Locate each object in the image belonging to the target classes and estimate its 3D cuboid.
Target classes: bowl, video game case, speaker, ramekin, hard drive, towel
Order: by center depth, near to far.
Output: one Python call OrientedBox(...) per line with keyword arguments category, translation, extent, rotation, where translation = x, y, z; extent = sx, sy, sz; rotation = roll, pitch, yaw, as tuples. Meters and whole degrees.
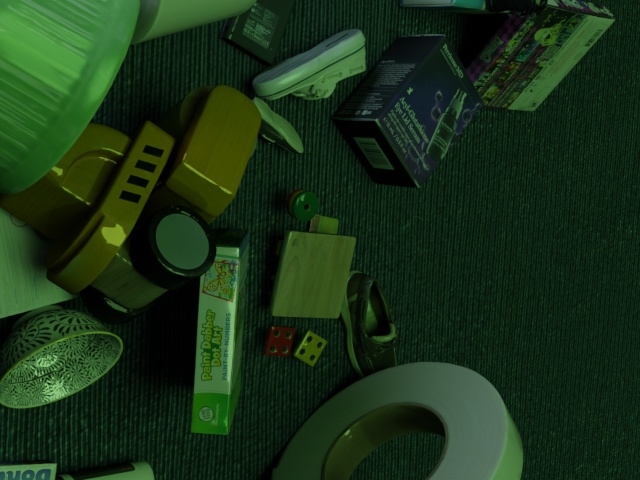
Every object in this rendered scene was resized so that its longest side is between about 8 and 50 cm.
OrientedBox(category="ramekin", translation=(-0.350, -0.218, 1.278), extent=(0.148, 0.303, 0.303), rotation=(30, 77, -32))
OrientedBox(category="bowl", translation=(-0.347, 0.135, 1.453), extent=(0.170, 0.170, 0.080), rotation=(-11, 60, -40))
OrientedBox(category="speaker", translation=(-0.298, 0.339, 1.563), extent=(0.136, 0.055, 0.055), rotation=(-2, 98, -41))
OrientedBox(category="hard drive", translation=(-0.085, -0.337, 1.666), extent=(0.094, 0.022, 0.135), rotation=(26, 80, -40))
OrientedBox(category="towel", translation=(0.000, 0.000, 1.801), extent=(0.060, 0.009, 0.083), rotation=(10, 91, -42))
OrientedBox(category="video game case", translation=(0.363, -0.319, 1.953), extent=(0.210, 0.041, 0.232), rotation=(-1, 142, -41))

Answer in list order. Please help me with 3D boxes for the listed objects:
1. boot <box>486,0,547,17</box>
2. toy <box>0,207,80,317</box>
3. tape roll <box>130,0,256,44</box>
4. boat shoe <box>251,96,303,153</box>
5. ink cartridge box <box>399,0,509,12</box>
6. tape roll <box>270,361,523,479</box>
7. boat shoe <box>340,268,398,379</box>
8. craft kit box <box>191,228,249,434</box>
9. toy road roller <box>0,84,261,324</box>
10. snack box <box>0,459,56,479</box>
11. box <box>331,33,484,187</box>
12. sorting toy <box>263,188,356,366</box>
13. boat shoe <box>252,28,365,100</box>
OrientedBox(category="boot", translation=(0.299, -0.405, 1.768), extent=(0.045, 0.099, 0.121), rotation=(-32, 118, -33))
OrientedBox(category="toy", translation=(-0.350, 0.011, 1.465), extent=(0.237, 0.056, 0.136), rotation=(-15, 98, -45))
OrientedBox(category="tape roll", translation=(-0.202, -0.379, 1.411), extent=(0.169, 0.246, 0.246), rotation=(-26, 113, -36))
OrientedBox(category="boat shoe", translation=(-0.073, -0.164, 1.694), extent=(0.125, 0.038, 0.046), rotation=(37, 30, -44))
OrientedBox(category="ink cartridge box", translation=(0.287, -0.490, 1.896), extent=(0.308, 0.129, 0.223), rotation=(-4, 99, -40))
OrientedBox(category="tape roll", translation=(0.107, 0.342, 1.700), extent=(0.392, 0.392, 0.072), rotation=(-47, 125, -26))
OrientedBox(category="boat shoe", translation=(0.088, 0.152, 1.858), extent=(0.080, 0.073, 0.223), rotation=(-33, 116, -33))
OrientedBox(category="craft kit box", translation=(-0.135, 0.115, 1.562), extent=(0.061, 0.250, 0.246), rotation=(1, 95, -1))
OrientedBox(category="toy road roller", translation=(-0.243, -0.078, 1.418), extent=(0.241, 0.202, 0.329), rotation=(35, 52, -20))
OrientedBox(category="snack box", translation=(-0.428, 0.320, 1.467), extent=(0.178, 0.022, 0.064), rotation=(6, 91, -41))
OrientedBox(category="box", translation=(0.144, -0.210, 1.829), extent=(0.207, 0.108, 0.153), rotation=(-52, 125, -22))
OrientedBox(category="sorting toy", translation=(-0.023, 0.058, 1.756), extent=(0.132, 0.046, 0.274), rotation=(5, 101, -39))
OrientedBox(category="boat shoe", translation=(-0.004, -0.247, 1.710), extent=(0.226, 0.083, 0.075), rotation=(-32, 116, -34))
